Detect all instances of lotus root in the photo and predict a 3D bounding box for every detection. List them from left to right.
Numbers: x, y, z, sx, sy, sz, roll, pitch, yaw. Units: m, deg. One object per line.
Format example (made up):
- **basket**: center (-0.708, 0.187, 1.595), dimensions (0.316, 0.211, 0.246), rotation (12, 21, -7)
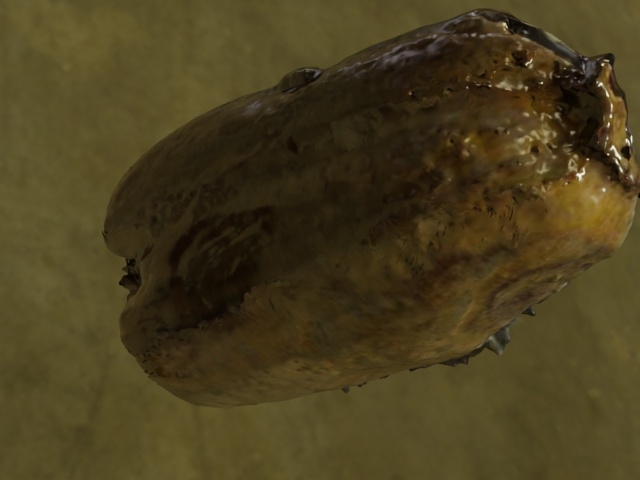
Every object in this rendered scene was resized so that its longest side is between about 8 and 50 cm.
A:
- **lotus root**: center (0.000, 0.000, 0.681), dimensions (0.078, 0.329, 0.167), rotation (-26, 92, -48)
